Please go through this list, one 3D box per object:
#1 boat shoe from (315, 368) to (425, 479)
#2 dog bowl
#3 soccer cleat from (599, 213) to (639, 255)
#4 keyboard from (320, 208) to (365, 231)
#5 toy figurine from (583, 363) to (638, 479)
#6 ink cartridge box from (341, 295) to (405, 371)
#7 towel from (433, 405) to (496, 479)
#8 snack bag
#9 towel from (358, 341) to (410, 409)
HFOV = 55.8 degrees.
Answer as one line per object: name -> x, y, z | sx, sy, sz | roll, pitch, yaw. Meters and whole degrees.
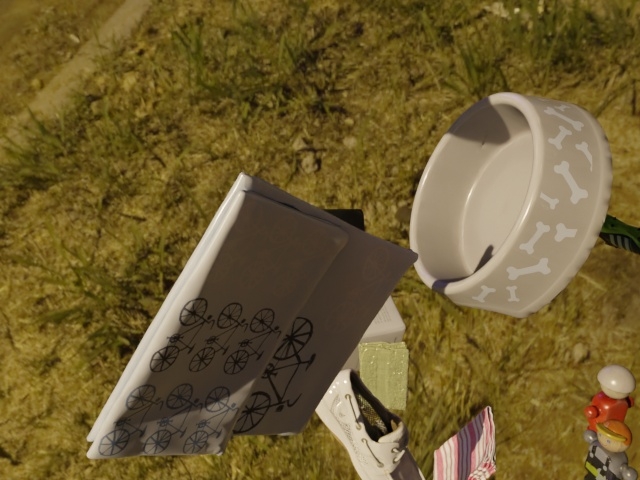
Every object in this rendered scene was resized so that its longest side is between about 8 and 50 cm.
boat shoe -> 0.100, 0.327, 0.990 | 0.277, 0.096, 0.098 | 51, 33, -9
dog bowl -> 0.255, -0.058, 0.898 | 0.102, 0.349, 0.348 | 16, 49, -20
soccer cleat -> 0.702, -0.003, 1.389 | 0.179, 0.072, 0.060 | 32, 66, 15
keyboard -> 0.000, 0.000, 1.046 | 0.180, 0.023, 0.108 | -2, 86, -29
toy figurine -> 0.531, 0.313, 0.958 | 0.213, 0.148, 0.209 | 14, 27, 24
ink cartridge box -> -0.035, 0.183, 1.482 | 0.395, 0.166, 0.285 | -8, 48, -15
towel -> 0.276, 0.430, 1.190 | 0.029, 0.197, 0.144 | 30, 34, -7
snack bag -> -0.050, 0.115, 0.697 | 0.037, 0.342, 0.323 | 38, 100, 39
towel -> 0.135, 0.286, 1.277 | 0.110, 0.027, 0.148 | 0, 96, 10
